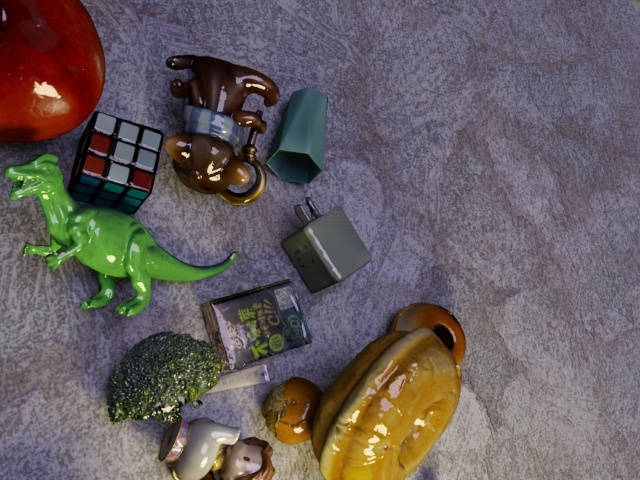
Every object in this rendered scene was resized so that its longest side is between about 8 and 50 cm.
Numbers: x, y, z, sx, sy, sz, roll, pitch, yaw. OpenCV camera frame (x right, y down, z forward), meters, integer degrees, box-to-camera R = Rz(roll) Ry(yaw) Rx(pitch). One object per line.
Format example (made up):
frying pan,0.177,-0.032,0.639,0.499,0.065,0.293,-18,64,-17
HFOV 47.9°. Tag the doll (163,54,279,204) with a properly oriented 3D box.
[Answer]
doll,-0.248,-0.271,1.736,0.318,0.209,0.339,17,69,-21

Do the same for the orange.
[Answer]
orange,-0.059,0.399,1.678,0.157,0.134,0.156,-4,49,5

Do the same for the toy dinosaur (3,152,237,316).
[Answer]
toy dinosaur,-0.414,-0.042,1.568,0.500,0.144,0.374,-26,111,-46

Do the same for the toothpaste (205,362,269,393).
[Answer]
toothpaste,-0.205,0.326,1.670,0.190,0.031,0.048,-7,75,-35

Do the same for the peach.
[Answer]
peach,-0.629,-0.388,1.449,0.388,0.388,0.388,10,69,-27

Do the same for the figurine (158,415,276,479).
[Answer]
figurine,-0.209,0.475,1.547,0.263,0.189,0.142,30,27,-19

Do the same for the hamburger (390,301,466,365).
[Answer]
hamburger,0.282,0.269,1.903,0.237,0.147,0.237,16,61,-30

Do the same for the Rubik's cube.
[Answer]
Rubik's cube,-0.458,-0.170,1.604,0.162,0.160,0.163,17,66,-24

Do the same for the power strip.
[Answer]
power strip,0.000,0.000,1.830,0.139,0.140,0.224,-33,91,-33

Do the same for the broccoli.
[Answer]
broccoli,-0.336,0.299,1.521,0.176,0.198,0.226,29,89,-57

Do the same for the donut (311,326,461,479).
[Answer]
donut,0.159,0.390,1.648,0.198,0.449,0.449,33,50,30

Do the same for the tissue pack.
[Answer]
tissue pack,-0.149,0.200,1.716,0.235,0.073,0.173,-15,82,-33

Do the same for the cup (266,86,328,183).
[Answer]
cup,-0.044,-0.285,1.900,0.148,0.134,0.235,12,61,3
